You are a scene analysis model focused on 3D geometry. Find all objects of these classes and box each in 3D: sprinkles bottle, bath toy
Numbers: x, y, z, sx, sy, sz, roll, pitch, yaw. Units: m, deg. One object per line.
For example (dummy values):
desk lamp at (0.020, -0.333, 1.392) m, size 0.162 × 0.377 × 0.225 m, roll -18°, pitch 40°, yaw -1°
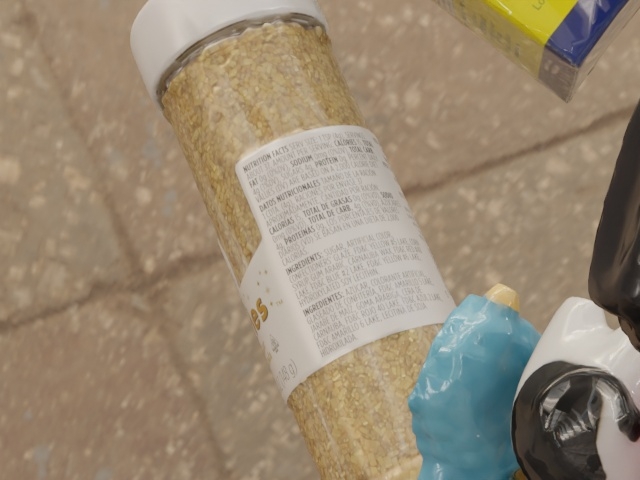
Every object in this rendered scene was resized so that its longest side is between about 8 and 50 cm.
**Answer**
sprinkles bottle at (0.000, 0.000, 1.029) m, size 0.121 × 0.121 × 0.355 m, roll -15°, pitch 67°, yaw -23°
bath toy at (0.178, 0.118, 0.681) m, size 0.151 × 0.348 × 0.129 m, roll 37°, pitch 74°, yaw -34°

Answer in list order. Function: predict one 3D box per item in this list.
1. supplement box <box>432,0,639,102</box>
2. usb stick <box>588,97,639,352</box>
supplement box at (0.086, -0.283, 1.142) m, size 0.356 × 0.195 × 0.194 m, roll 39°, pitch 92°, yaw 6°
usb stick at (0.203, 0.021, 0.426) m, size 0.278 × 0.045 × 0.077 m, roll 14°, pitch 95°, yaw -12°
